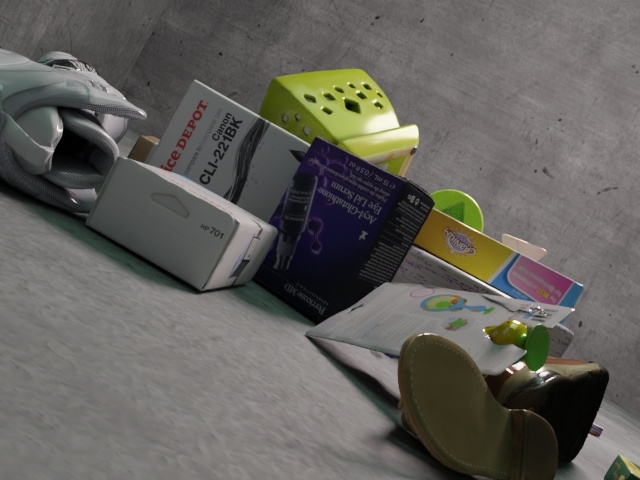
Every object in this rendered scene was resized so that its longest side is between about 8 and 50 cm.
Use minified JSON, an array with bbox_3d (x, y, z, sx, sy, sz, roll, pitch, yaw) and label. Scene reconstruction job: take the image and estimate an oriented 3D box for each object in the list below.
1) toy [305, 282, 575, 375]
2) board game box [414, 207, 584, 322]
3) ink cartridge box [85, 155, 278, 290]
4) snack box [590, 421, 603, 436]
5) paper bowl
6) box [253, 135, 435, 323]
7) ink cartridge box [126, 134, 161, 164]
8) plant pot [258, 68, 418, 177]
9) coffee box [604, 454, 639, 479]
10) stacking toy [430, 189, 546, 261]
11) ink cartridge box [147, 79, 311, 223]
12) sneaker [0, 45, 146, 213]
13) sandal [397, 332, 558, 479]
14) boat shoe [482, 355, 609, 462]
[{"bbox_3d":[0.115,0.099,0.690,0.137,0.056,0.237,-27,17,-39],"label":"toy"},{"bbox_3d":[0.264,0.029,1.150,0.316,0.064,0.242,29,3,15],"label":"board game box"},{"bbox_3d":[-0.138,-0.016,0.740,0.140,0.082,0.191,29,4,7],"label":"ink cartridge box"},{"bbox_3d":[0.475,0.327,1.358,0.064,0.022,0.178,29,3,-22],"label":"snack box"},{"bbox_3d":[0.227,0.133,1.066,0.284,0.148,0.284,29,3,-2],"label":"paper bowl"},{"bbox_3d":[0.024,-0.005,0.894,0.153,0.207,0.108,30,3,31],"label":"box"},{"bbox_3d":[-0.225,-0.094,1.217,0.235,0.088,0.193,30,2,-12],"label":"ink cartridge box"},{"bbox_3d":[0.026,-0.150,1.216,0.228,0.227,0.207,-20,54,-41],"label":"plant pot"},{"bbox_3d":[0.419,0.318,0.774,0.184,0.040,0.113,30,3,19],"label":"coffee box"},{"bbox_3d":[0.262,0.067,1.341,0.309,0.279,0.130,34,5,14],"label":"stacking toy"},{"bbox_3d":[-0.112,-0.083,1.013,0.273,0.197,0.114,29,3,-9],"label":"ink cartridge box"},{"bbox_3d":[-0.275,-0.119,0.752,0.210,0.137,0.366,31,8,14],"label":"sneaker"},{"bbox_3d":[0.105,0.150,0.562,0.079,0.088,0.240,-11,-36,42],"label":"sandal"},{"bbox_3d":[0.235,0.172,0.781,0.120,0.122,0.324,23,-1,37],"label":"boat shoe"}]
